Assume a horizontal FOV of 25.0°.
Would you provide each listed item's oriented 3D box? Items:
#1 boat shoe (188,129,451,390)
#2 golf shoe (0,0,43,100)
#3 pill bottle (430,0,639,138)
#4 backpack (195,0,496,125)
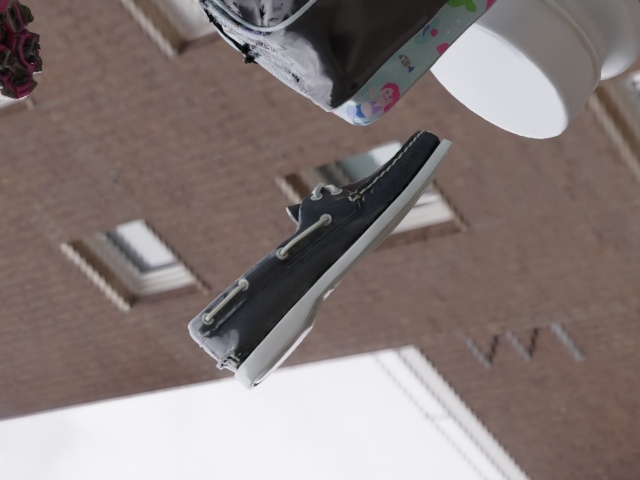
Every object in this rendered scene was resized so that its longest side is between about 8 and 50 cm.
[{"bbox_3d":[0.000,0.000,1.348,0.091,0.114,0.302,41,-98,7],"label":"boat shoe"},{"bbox_3d":[-0.243,-0.183,0.953,0.067,0.086,0.186,-33,-58,-59],"label":"golf shoe"},{"bbox_3d":[0.262,-0.287,1.398,0.361,0.204,0.204,-53,-56,-16],"label":"pill bottle"},{"bbox_3d":[0.006,-0.230,1.150,0.225,0.253,0.191,-46,-43,-7],"label":"backpack"}]
